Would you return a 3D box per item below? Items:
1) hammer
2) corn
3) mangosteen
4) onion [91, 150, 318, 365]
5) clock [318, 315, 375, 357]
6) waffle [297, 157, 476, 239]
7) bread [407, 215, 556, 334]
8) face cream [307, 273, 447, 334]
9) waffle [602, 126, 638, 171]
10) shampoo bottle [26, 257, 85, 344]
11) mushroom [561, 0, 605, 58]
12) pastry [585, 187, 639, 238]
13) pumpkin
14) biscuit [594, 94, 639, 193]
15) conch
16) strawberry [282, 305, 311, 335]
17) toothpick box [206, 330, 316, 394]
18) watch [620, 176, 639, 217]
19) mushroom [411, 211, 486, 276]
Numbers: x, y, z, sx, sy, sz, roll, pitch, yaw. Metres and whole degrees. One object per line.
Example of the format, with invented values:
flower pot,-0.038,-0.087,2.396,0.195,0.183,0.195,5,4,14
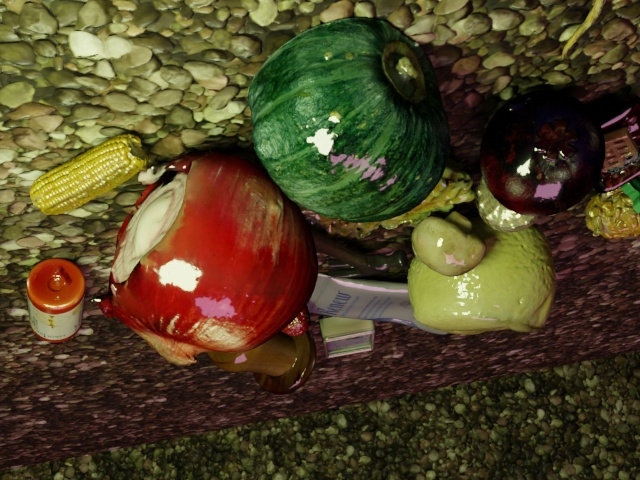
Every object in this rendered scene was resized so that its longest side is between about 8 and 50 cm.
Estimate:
hammer,0.000,0.000,1.511,0.168,0.044,0.439,-14,157,30
corn,-0.338,-0.093,1.126,0.207,0.068,0.068,-22,155,21
mangosteen,0.335,-0.133,1.213,0.194,0.194,0.230,-10,-179,-4
onion,-0.159,0.023,1.170,0.341,0.342,0.341,-9,157,-4
clock,0.075,0.254,2.114,0.146,0.071,0.192,-10,157,-2
waffle,0.116,-0.080,1.361,0.297,0.073,0.317,-17,164,28
bread,0.342,0.079,1.641,0.320,0.238,0.320,2,165,1
face cream,0.165,0.144,1.889,0.419,0.137,0.235,7,155,-12
waffle,0.457,-0.140,1.294,0.135,0.021,0.092,-19,146,30
shampoo bottle,-0.518,0.135,1.524,0.104,0.105,0.278,-2,156,-19
mushroom,0.365,-0.322,0.980,0.026,0.028,0.286,-48,173,-26
pastry,0.663,-0.071,1.585,0.249,0.103,0.154,-8,156,-7
pumpkin,0.044,-0.128,1.060,0.263,0.197,0.292,-24,152,33
biscuit,0.507,-0.167,1.338,0.151,0.063,0.235,-24,145,30
conch,0.350,-0.087,1.375,0.155,0.130,0.207,-33,170,13
strawberry,-0.072,0.180,1.840,0.106,0.106,0.106,-9,157,-4
toothpick box,-0.141,0.271,1.918,0.192,0.192,0.294,-23,149,26
watch,0.665,-0.111,1.427,0.165,0.131,0.152,-30,170,-44
mushroom,0.237,0.007,1.447,0.112,0.148,0.148,-54,158,-10
